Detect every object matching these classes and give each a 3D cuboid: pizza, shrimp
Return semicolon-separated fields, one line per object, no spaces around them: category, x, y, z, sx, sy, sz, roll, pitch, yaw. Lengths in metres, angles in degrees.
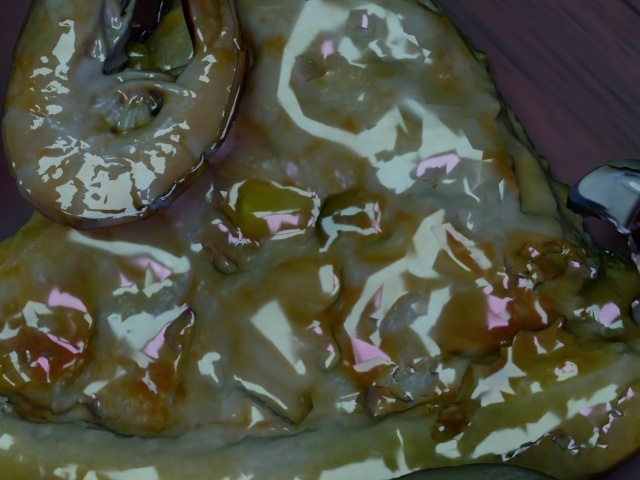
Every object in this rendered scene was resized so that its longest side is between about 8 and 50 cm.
pizza;-0.001;0.031;1.029;0.392;0.080;0.435;30;82;19
shrimp;-0.101;-0.117;1.039;0.133;0.053;0.236;-2;69;23

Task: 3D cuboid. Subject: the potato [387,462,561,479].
potato;0.091;0.206;0.902;0.235;0.178;0.160;34;45;-9

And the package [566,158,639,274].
package;0.244;0.015;0.977;0.166;0.040;0.232;-26;64;-25
